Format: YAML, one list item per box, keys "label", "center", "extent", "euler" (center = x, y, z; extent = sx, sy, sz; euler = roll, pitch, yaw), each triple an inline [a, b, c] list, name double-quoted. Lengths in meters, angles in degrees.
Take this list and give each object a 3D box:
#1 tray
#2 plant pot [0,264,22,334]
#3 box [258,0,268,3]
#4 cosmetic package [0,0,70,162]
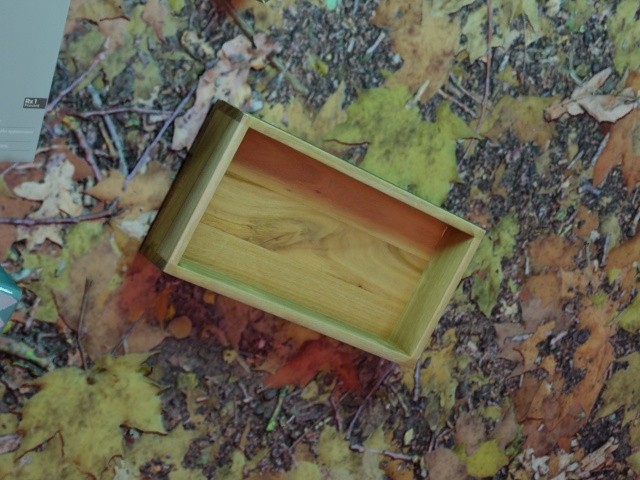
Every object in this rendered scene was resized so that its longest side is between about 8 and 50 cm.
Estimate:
- label: "tray"
  center: [0.000, 0.000, 1.830]
  extent: [0.411, 0.076, 0.203]
  euler: [24, 96, -37]
- label: "plant pot"
  center: [-0.457, 0.054, 1.502]
  extent: [0.234, 0.165, 0.165]
  euler: [28, 93, -29]
- label: "box"
  center: [-0.090, -0.343, 1.629]
  extent: [0.054, 0.059, 0.169]
  euler: [-39, 126, -15]
- label: "cosmetic package"
  center: [-0.329, -0.202, 1.482]
  extent: [0.127, 0.107, 0.238]
  euler: [-1, 125, -31]
